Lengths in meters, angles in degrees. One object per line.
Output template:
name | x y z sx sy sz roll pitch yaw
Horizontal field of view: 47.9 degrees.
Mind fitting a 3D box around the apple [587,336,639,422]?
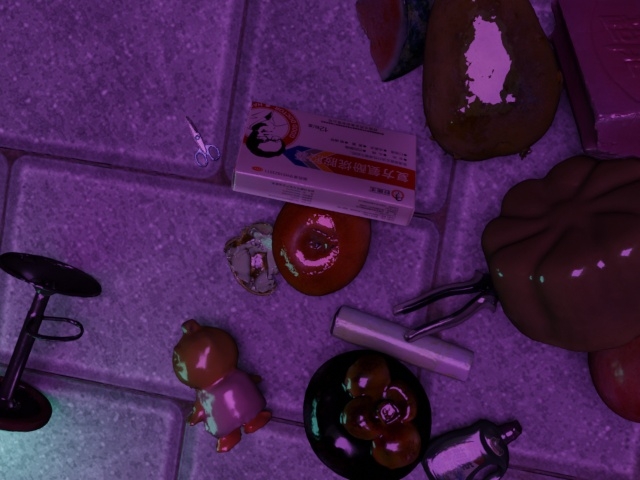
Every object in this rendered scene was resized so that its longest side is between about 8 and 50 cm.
apple | 0.676 0.197 1.340 0.345 0.345 0.269 -3 85 8

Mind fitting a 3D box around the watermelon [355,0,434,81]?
watermelon | 0.147 -0.434 1.465 0.202 0.207 0.136 10 67 23

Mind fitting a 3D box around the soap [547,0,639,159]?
soap | 0.573 -0.311 1.328 0.233 0.128 0.359 -6 52 8

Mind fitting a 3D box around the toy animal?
toy animal | -0.223 0.299 1.540 0.195 0.169 0.281 -27 82 -34

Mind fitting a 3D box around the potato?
potato | 0.330 -0.332 1.387 0.270 0.219 0.359 -4 105 0

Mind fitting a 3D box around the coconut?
coconut | -0.143 0.035 1.570 0.133 0.055 0.158 16 93 8

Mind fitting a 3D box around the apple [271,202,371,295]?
apple | 0.000 0.000 1.490 0.210 0.173 0.234 -2 93 8

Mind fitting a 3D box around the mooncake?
mooncake | 0.480 0.006 1.320 0.378 0.378 0.200 -28 122 8

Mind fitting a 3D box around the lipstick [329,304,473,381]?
lipstick | 0.169 0.216 1.527 0.304 0.076 0.076 18 95 6

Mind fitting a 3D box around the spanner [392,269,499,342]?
spanner | 0.312 0.118 1.498 0.325 0.040 0.095 -22 63 -3

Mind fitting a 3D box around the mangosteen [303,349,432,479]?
mangosteen | 0.101 0.346 1.428 0.275 0.302 0.275 3 73 -11

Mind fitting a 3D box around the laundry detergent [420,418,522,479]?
laundry detergent | 0.330 0.454 1.517 0.222 0.078 0.144 -27 91 6

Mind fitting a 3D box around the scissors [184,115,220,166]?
scissors | -0.270 -0.223 1.596 0.058 0.014 0.119 -27 92 4

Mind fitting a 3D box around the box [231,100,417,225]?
box | 0.016 -0.157 1.440 0.353 0.069 0.214 10 50 -3

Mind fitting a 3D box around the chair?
chair | -0.655 0.248 1.569 0.226 0.226 0.401 25 97 6
